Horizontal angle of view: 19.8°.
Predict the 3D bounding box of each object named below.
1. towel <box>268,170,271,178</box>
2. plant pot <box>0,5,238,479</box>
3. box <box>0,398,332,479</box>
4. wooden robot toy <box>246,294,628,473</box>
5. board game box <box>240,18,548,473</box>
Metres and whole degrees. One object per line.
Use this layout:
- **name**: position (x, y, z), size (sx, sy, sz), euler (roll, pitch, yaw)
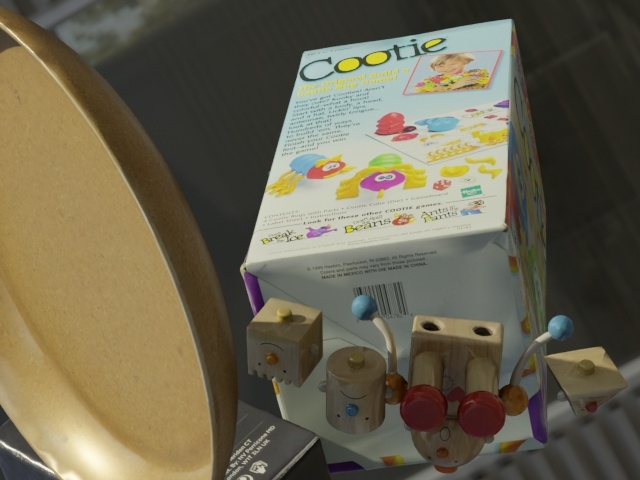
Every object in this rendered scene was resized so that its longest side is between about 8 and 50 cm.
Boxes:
- **towel**: position (0.000, 0.000, 1.310), size (0.119, 0.029, 0.067), euler (70, -162, -2)
- **plant pot**: position (-0.102, 0.009, 0.735), size (0.236, 0.032, 0.236), euler (38, 144, 36)
- **box**: position (-0.070, 0.155, 0.956), size (0.158, 0.093, 0.156), euler (20, 140, 36)
- **wooden robot toy**: position (0.050, 0.079, 0.844), size (0.076, 0.173, 0.079), euler (-76, -11, -56)
- **board game box**: position (0.055, -0.004, 1.085), size (0.275, 0.144, 0.142), euler (-77, -23, -60)
